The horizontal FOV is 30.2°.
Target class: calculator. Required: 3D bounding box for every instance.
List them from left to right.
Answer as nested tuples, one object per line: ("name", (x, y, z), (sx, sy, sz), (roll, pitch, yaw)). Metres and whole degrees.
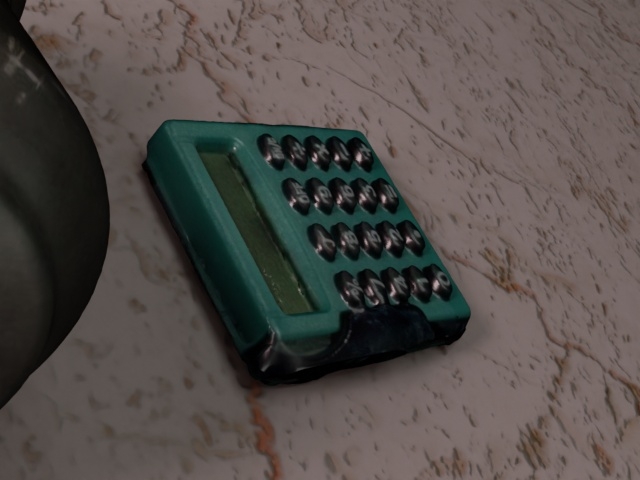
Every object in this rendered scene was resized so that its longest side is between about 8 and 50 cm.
("calculator", (0.000, 0.000, 1.018), (0.274, 0.058, 0.248), (-3, 56, -45))

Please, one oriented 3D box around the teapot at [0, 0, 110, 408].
("teapot", (-0.316, -0.077, 0.665), (0.376, 0.305, 0.362), (-6, 42, -10))
